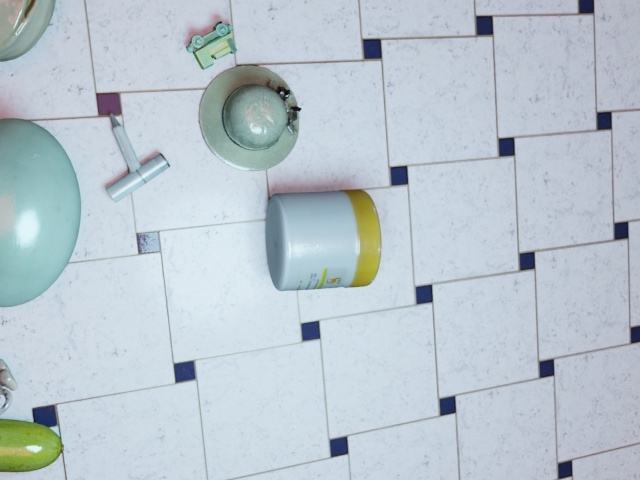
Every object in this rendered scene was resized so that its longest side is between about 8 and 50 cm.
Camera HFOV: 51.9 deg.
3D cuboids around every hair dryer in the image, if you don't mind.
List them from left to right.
[{"bbox_3d":[-0.463,-0.203,1.515,0.155,0.044,0.183,-37,100,-12],"label":"hair dryer"}]

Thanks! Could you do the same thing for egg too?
[{"bbox_3d":[-0.637,-0.056,1.348,0.276,0.276,0.388,8,91,-18],"label":"egg"}]

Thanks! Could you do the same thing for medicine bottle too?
[{"bbox_3d":[0.000,0.000,1.573,0.232,0.238,0.237,-3,97,-15],"label":"medicine bottle"}]

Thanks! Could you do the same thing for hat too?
[{"bbox_3d":[-0.152,-0.290,1.551,0.257,0.130,0.257,-2,97,-18],"label":"hat"}]

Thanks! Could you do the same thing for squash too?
[{"bbox_3d":[-0.675,0.461,1.477,0.187,0.123,0.123,9,93,-21],"label":"squash"}]

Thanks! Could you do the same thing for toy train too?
[{"bbox_3d":[-0.253,-0.459,1.544,0.122,0.050,0.081,-31,108,-12],"label":"toy train"}]

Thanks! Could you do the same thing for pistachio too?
[{"bbox_3d":[-0.639,-0.509,1.332,0.332,0.226,0.208,-55,144,3],"label":"pistachio"}]

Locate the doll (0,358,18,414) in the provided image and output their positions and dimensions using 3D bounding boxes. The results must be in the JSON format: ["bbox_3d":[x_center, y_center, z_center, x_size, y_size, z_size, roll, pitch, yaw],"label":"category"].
[{"bbox_3d":[-0.794,0.367,1.415,0.278,0.154,0.119,-28,131,-15],"label":"doll"}]
